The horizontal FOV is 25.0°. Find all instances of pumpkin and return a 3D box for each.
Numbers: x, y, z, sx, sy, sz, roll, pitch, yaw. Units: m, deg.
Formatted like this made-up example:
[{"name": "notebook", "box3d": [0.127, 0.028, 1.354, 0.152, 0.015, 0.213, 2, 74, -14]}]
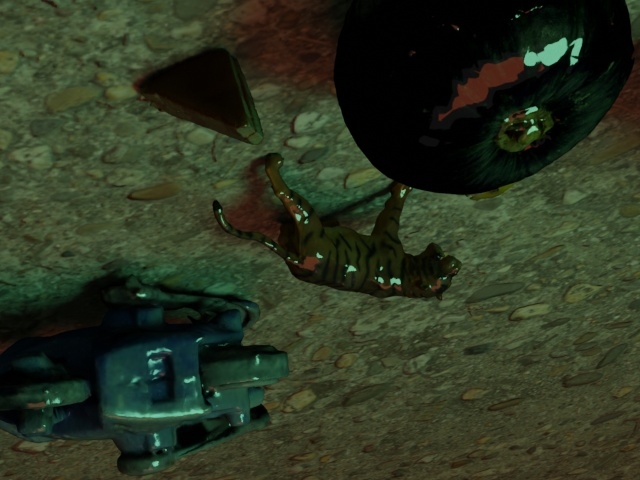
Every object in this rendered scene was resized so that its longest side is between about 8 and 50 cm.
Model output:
[{"name": "pumpkin", "box3d": [0.121, -0.137, 1.084, 0.233, 0.163, 0.233, -15, 152, -8]}]

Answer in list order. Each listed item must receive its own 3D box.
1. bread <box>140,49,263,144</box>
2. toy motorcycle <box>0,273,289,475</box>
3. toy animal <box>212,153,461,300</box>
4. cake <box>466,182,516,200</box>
[{"name": "bread", "box3d": [-0.084, -0.118, 1.132, 0.109, 0.062, 0.043, 19, 164, 27]}, {"name": "toy motorcycle", "box3d": [-0.196, 0.155, 1.435, 0.319, 0.182, 0.241, -3, 150, -28]}, {"name": "toy animal", "box3d": [-0.004, 0.005, 1.333, 0.255, 0.116, 0.114, 8, 143, -38]}, {"name": "cake", "box3d": [0.175, -0.104, 1.238, 0.185, 0.079, 0.116, -26, 163, 15]}]
